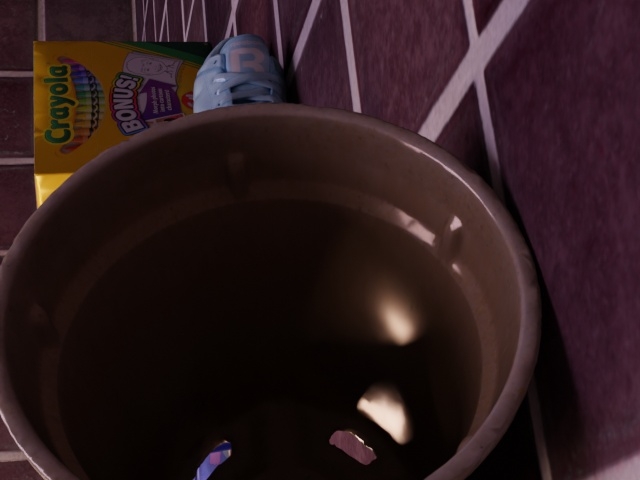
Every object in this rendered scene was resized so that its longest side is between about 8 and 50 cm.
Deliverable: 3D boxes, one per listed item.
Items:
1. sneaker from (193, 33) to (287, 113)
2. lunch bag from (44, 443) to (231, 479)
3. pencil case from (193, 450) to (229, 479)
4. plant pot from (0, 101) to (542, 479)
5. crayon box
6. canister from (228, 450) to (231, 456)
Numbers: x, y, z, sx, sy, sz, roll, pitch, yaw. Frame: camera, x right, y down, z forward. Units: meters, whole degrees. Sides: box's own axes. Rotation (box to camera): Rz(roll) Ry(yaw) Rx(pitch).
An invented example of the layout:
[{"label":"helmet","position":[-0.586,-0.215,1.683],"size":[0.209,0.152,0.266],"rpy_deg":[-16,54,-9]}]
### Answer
[{"label":"sneaker","position":[-0.099,-0.167,1.419],"size":[0.366,0.135,0.150],"rpy_deg":[-126,34,-67]},{"label":"lunch bag","position":[-0.167,0.177,1.394],"size":[0.221,0.293,0.138],"rpy_deg":[-99,6,-72]},{"label":"pencil case","position":[-0.156,0.345,1.721],"size":[0.119,0.133,0.306],"rpy_deg":[11,107,35]},{"label":"plant pot","position":[-0.027,0.128,0.824],"size":[0.305,0.333,0.334],"rpy_deg":[86,174,-50]},{"label":"crayon box","position":[-0.327,-0.199,2.007],"size":[0.363,0.313,0.106],"rpy_deg":[-105,18,-45]},{"label":"canister","position":[-0.068,0.288,1.411],"size":[0.170,0.073,0.126],"rpy_deg":[-102,-3,-46]}]
